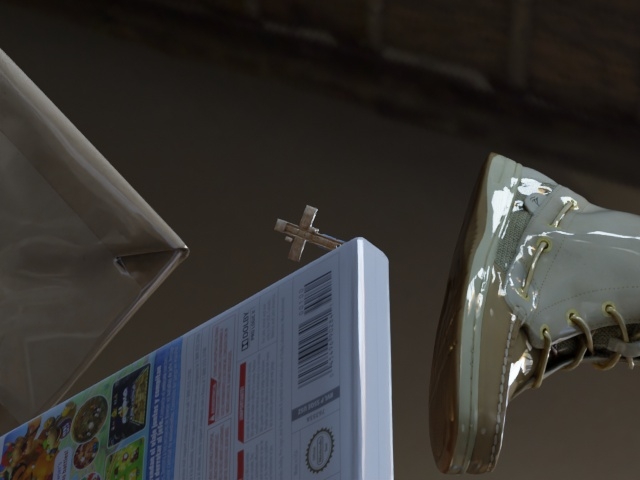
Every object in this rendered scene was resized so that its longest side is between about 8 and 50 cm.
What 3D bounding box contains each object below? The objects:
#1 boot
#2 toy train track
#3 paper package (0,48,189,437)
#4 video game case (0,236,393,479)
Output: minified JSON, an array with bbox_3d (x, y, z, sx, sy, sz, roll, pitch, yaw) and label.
[{"bbox_3d":[0.180,0.064,1.233,0.203,0.262,0.095,16,-48,-1],"label":"boot"},{"bbox_3d":[0.000,0.000,1.604,0.014,0.083,0.048,3,-74,-78],"label":"toy train track"},{"bbox_3d":[-0.274,-0.043,1.023,0.168,0.325,0.309,-49,-66,-15],"label":"paper package"},{"bbox_3d":[-0.035,0.059,0.395,0.122,0.087,0.011,-29,-48,30],"label":"video game case"}]
